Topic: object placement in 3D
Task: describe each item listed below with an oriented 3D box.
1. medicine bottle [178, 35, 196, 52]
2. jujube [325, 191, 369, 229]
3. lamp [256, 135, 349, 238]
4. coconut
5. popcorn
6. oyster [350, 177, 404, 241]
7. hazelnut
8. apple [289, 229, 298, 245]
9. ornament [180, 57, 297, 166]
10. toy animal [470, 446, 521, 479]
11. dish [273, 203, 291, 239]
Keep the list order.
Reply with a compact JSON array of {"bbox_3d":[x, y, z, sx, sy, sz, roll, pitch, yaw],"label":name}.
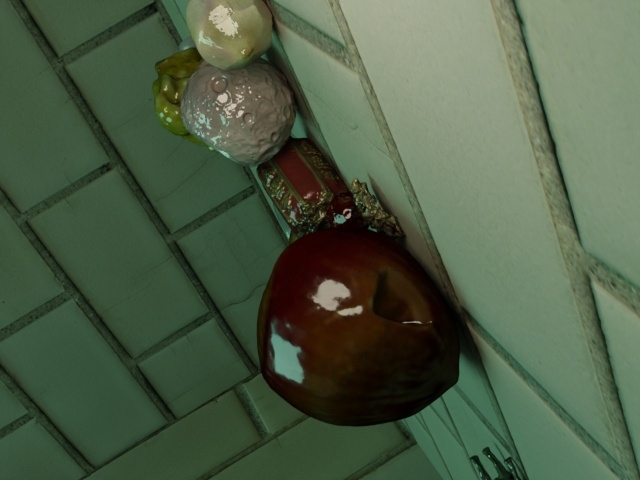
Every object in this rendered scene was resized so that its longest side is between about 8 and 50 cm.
[{"bbox_3d":[-0.297,-0.487,2.449,0.215,0.135,0.135,59,174,-5],"label":"medicine bottle"},{"bbox_3d":[0.054,-0.056,1.828,0.104,0.104,0.166,60,165,-5],"label":"jujube"},{"bbox_3d":[-0.038,-0.120,2.010,0.274,0.177,0.177,58,174,35],"label":"lamp"},{"bbox_3d":[-0.173,-0.417,1.671,0.183,0.171,0.171,58,175,41],"label":"coconut"},{"bbox_3d":[-0.292,-0.354,2.238,0.293,0.292,0.334,69,168,-18],"label":"popcorn"},{"bbox_3d":[0.104,-0.056,1.672,0.148,0.051,0.103,59,173,0],"label":"oyster"},{"bbox_3d":[0.059,0.182,1.669,0.402,0.402,0.429,56,165,27],"label":"hazelnut"},{"bbox_3d":[0.000,0.000,2.304,0.188,0.174,0.207,-154,49,-74],"label":"apple"},{"bbox_3d":[-0.175,-0.297,1.918,0.259,0.225,0.259,31,178,1],"label":"ornament"},{"bbox_3d":[0.416,0.561,1.999,0.170,0.090,0.255,54,175,9],"label":"toy animal"},{"bbox_3d":[-0.040,-0.016,2.807,0.316,0.106,0.316,60,173,12],"label":"dish"}]
